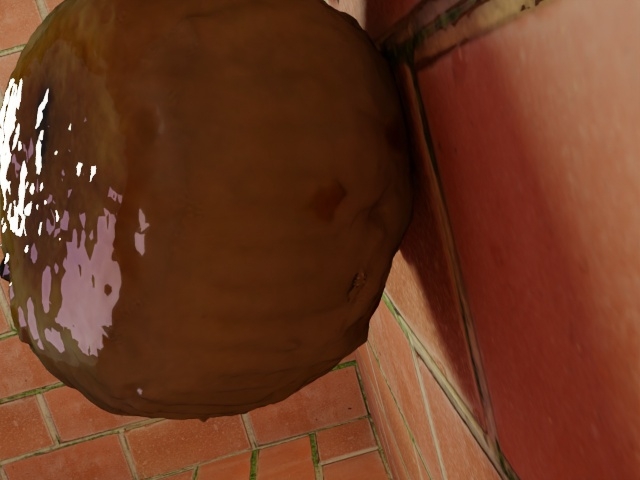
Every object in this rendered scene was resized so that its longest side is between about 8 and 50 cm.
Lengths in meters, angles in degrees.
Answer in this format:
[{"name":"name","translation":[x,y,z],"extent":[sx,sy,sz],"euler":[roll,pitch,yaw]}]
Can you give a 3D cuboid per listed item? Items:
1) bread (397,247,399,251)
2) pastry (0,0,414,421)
[{"name":"bread","translation":[0.057,-0.029,0.659],"extent":[0.083,0.044,0.110],"euler":[70,-175,-61]},{"name":"pastry","translation":[-0.091,-0.038,0.528],"extent":[0.388,0.313,0.388],"euler":[1,91,46]}]
